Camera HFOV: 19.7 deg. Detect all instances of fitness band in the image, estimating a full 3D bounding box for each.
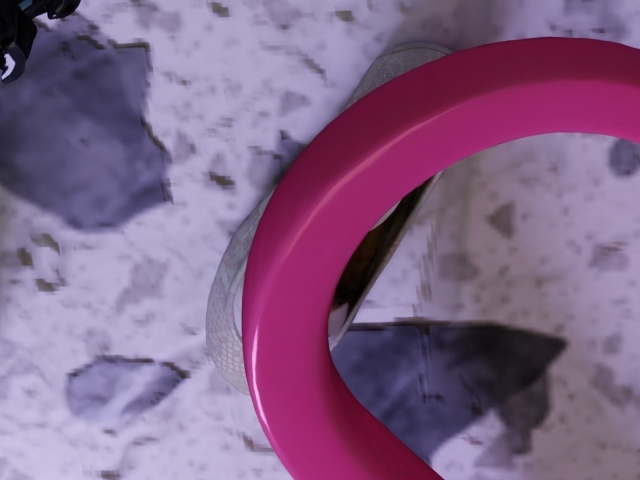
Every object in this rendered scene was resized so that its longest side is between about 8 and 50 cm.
[{"bbox_3d":[0.103,0.053,0.658,0.209,0.054,0.291,-35,120,20],"label":"fitness band"}]

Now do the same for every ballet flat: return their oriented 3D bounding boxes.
[{"bbox_3d":[0.000,0.000,0.673,0.057,0.052,0.168,28,117,-5],"label":"ballet flat"}]

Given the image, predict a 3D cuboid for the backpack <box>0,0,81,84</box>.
[{"bbox_3d":[-0.190,-0.104,0.588,0.188,0.166,0.144,-15,111,12],"label":"backpack"}]
